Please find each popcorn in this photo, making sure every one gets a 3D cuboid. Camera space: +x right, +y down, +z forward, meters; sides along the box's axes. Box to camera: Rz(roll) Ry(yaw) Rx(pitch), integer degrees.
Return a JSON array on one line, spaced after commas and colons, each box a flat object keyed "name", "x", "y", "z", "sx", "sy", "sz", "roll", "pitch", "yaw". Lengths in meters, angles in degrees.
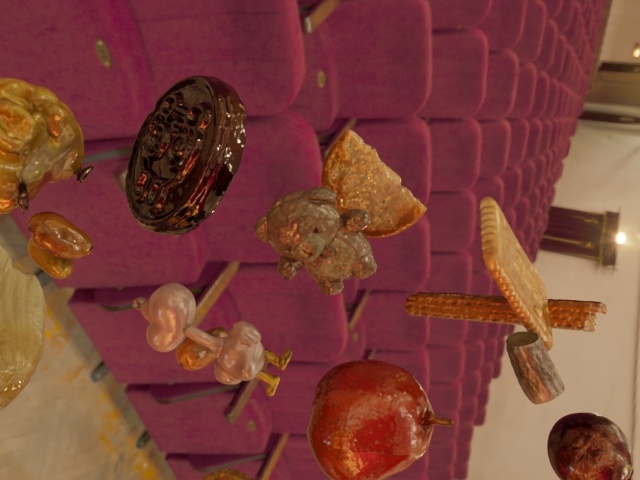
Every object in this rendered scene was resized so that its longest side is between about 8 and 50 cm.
[{"name": "popcorn", "x": -0.671, "y": -0.203, "z": 1.255, "sx": 0.297, "sy": 0.281, "sz": 0.316, "roll": -57, "pitch": -173, "yaw": -4}]

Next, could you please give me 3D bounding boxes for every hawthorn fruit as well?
[{"name": "hawthorn fruit", "x": 0.097, "y": 0.281, "z": 0.912, "sx": 0.196, "sy": 0.226, "sz": 0.196, "roll": -8, "pitch": 90, "yaw": -68}]

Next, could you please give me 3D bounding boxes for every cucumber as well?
[{"name": "cucumber", "x": 0.332, "y": 0.197, "z": 0.912, "sx": 0.111, "sy": 0.064, "sz": 0.064, "roll": 64, "pitch": 28, "yaw": -3}]

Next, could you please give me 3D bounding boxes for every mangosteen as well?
[{"name": "mangosteen", "x": 0.509, "y": 0.415, "z": 1.117, "sx": 0.181, "sy": 0.146, "sz": 0.155, "roll": 79, "pitch": -13, "yaw": -59}]

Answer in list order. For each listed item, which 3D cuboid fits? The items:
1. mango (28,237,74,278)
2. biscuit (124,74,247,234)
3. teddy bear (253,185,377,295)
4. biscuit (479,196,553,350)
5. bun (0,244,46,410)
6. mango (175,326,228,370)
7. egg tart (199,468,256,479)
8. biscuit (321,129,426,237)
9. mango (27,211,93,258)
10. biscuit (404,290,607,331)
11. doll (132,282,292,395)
[{"name": "mango", "x": -0.672, "y": 0.039, "z": 1.459, "sx": 0.076, "sy": 0.161, "sz": 0.103, "roll": -48, "pitch": 147, "yaw": 3}, {"name": "biscuit", "x": -0.341, "y": -0.209, "z": 1.397, "sx": 0.091, "sy": 0.408, "sz": 0.407, "roll": 21, "pitch": 81, "yaw": -46}, {"name": "teddy bear", "x": 0.000, "y": 0.000, "z": 1.241, "sx": 0.267, "sy": 0.236, "sz": 0.151, "roll": 43, "pitch": 21, "yaw": -49}, {"name": "biscuit", "x": 0.325, "y": 0.056, "z": 0.957, "sx": 0.249, "sy": 0.030, "sz": 0.160, "roll": 50, "pitch": 35, "yaw": -31}, {"name": "bun", "x": -0.557, "y": 0.097, "z": 0.774, "sx": 0.219, "sy": 0.365, "sz": 0.365, "roll": -33, "pitch": 155, "yaw": 4}, {"name": "mango", "x": -0.319, "y": 0.302, "z": 1.600, "sx": 0.159, "sy": 0.084, "sz": 0.105, "roll": -18, "pitch": 127, "yaw": -35}, {"name": "egg tart", "x": -0.150, "y": 0.475, "z": 0.817, "sx": 0.115, "sy": 0.290, "sz": 0.290, "roll": 21, "pitch": 81, "yaw": -46}, {"name": "biscuit", "x": 0.115, "y": -0.126, "z": 1.539, "sx": 0.204, "sy": 0.309, "sz": 0.040, "roll": -45, "pitch": 165, "yaw": 16}, {"name": "mango", "x": -0.490, "y": -0.007, "z": 1.104, "sx": 0.127, "sy": 0.063, "sz": 0.077, "roll": 37, "pitch": 49, "yaw": -34}, {"name": "biscuit", "x": 0.353, "y": 0.138, "z": 1.151, "sx": 0.094, "sy": 0.379, "sz": 0.054, "roll": 16, "pitch": 77, "yaw": -55}, {"name": "doll", "x": -0.246, "y": 0.210, "z": 1.252, "sx": 0.160, "sy": 0.365, "sz": 0.094, "roll": -66, "pitch": 171, "yaw": 22}]
